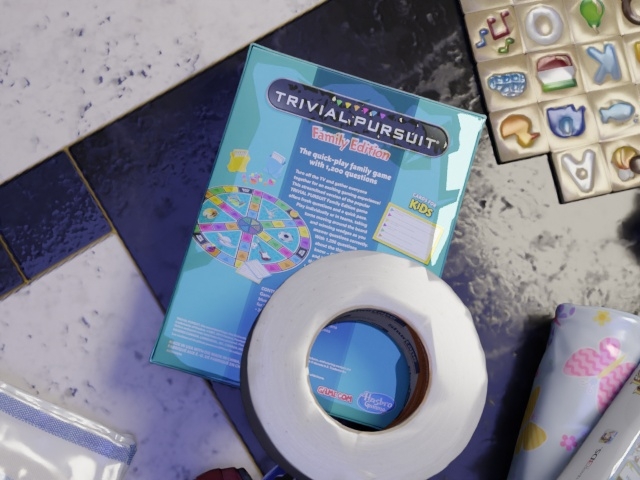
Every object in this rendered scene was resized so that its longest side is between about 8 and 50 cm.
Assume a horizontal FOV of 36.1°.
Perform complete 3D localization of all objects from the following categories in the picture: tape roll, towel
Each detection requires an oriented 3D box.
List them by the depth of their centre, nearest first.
[{"bbox_3d":[-0.301,0.269,0.886,0.209,0.034,0.285,30,55,-20],"label":"towel"},{"bbox_3d":[0.038,0.122,0.900,0.219,0.072,0.219,2,76,-9],"label":"tape roll"}]

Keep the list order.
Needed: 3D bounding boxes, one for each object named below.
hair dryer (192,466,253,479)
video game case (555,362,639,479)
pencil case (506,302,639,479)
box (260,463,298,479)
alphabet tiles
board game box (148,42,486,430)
[{"bbox_3d":[-0.083,0.333,0.948,0.293,0.080,0.224,8,80,-3],"label":"hair dryer"},{"bbox_3d":[0.366,0.241,0.937,0.244,0.061,0.269,-47,110,-22],"label":"video game case"},{"bbox_3d":[0.263,0.199,0.979,0.124,0.113,0.273,16,80,0],"label":"pencil case"},{"bbox_3d":[0.017,0.300,0.931,0.136,0.036,0.225,-40,99,-18],"label":"box"},{"bbox_3d":[0.309,-0.222,1.099,0.285,0.011,0.343,-12,82,-7],"label":"alphabet tiles"},{"bbox_3d":[0.000,0.000,1.005,0.253,0.079,0.336,17,80,-2],"label":"board game box"}]
